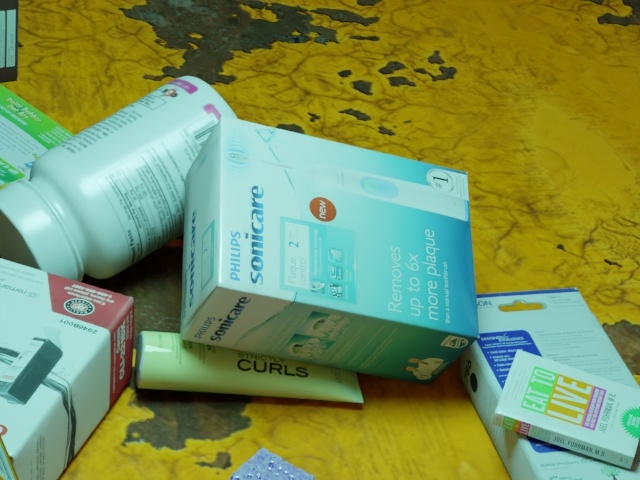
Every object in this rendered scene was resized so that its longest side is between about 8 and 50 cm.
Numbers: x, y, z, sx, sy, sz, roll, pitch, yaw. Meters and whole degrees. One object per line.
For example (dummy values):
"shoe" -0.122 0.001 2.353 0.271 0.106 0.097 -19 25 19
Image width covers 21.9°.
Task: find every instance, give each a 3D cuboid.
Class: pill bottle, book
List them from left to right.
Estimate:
"pill bottle" -0.228 -0.056 1.877 0.283 0.160 0.160 -32 48 -23
"book" 0.255 0.173 1.682 0.144 0.035 0.096 17 39 10

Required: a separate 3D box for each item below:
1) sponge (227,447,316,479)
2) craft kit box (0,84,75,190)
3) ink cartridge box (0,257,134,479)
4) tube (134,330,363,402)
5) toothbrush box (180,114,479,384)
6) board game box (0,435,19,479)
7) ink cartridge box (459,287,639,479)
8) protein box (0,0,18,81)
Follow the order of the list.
"sponge" -0.073 0.283 1.566 0.117 0.031 0.210 26 38 26
"craft kit box" -0.429 -0.099 1.968 0.246 0.061 0.250 -25 44 -36
"ink cartridge box" -0.329 0.146 1.642 0.197 0.114 0.273 16 36 12
"tube" -0.076 0.133 1.764 0.240 0.062 0.070 6 78 -14
"toothbrush box" 0.008 0.013 1.771 0.295 0.126 0.216 12 55 -18
"board game box" -0.512 0.116 1.325 0.356 0.356 0.356 -34 43 -2
"ink cartridge box" 0.257 0.176 1.757 0.165 0.065 0.333 -3 37 -15
"protein box" -0.535 -0.310 2.248 0.201 0.136 0.200 -9 38 -24
